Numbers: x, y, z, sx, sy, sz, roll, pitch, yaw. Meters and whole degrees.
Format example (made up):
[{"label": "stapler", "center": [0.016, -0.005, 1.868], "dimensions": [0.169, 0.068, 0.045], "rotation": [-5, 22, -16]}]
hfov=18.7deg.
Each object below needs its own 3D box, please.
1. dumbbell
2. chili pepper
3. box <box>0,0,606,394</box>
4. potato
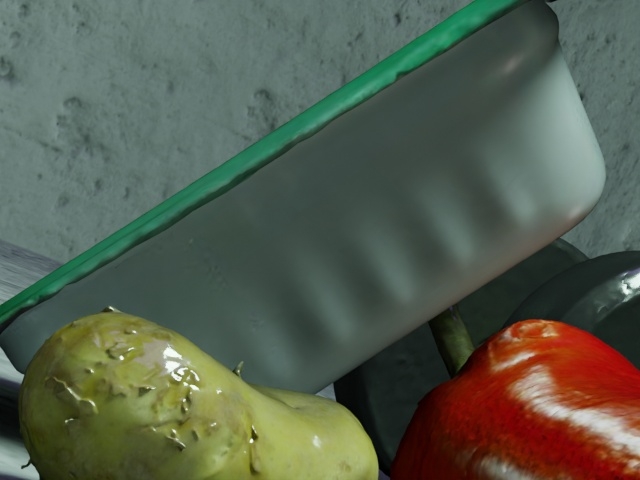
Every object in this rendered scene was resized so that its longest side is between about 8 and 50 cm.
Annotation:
[{"label": "dumbbell", "center": [0.149, 0.097, 1.221], "dimensions": [0.204, 0.204, 0.322], "rotation": [23, -2, -19]}, {"label": "chili pepper", "center": [0.098, 0.105, 0.834], "dimensions": [0.134, 0.131, 0.338], "rotation": [-21, 15, -20]}, {"label": "box", "center": [0.000, 0.000, 0.872], "dimensions": [0.106, 0.337, 0.264], "rotation": [56, 0, -2]}, {"label": "potato", "center": [-0.044, 0.073, 0.683], "dimensions": [0.138, 0.070, 0.091], "rotation": [25, -8, -30]}]
